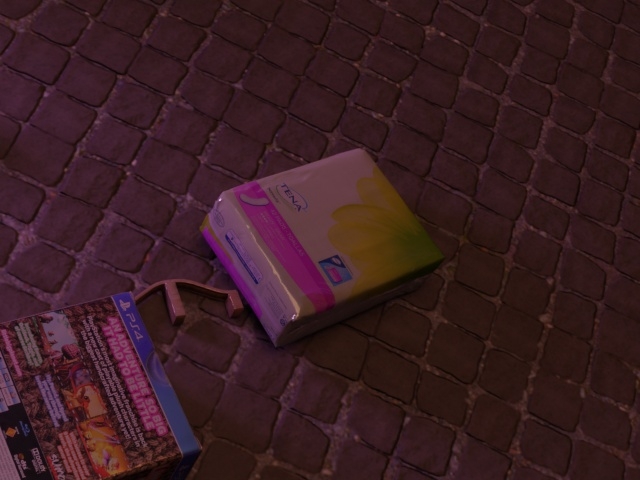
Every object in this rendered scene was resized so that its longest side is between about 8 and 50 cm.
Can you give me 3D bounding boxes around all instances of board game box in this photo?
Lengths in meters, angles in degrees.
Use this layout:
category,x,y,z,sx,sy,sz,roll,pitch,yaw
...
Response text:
category,x,y,z,sx,sy,sz,roll,pitch,yaw
board game box,-0.329,0.221,1.559,0.291,0.141,0.232,-13,63,-30

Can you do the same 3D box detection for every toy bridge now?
category,x,y,z,sx,sy,sz,roll,pitch,yaw
toy bridge,-0.203,0.085,1.784,0.188,0.026,0.063,-6,57,-26

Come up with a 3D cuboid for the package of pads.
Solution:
category,x,y,z,sx,sy,sz,roll,pitch,yaw
package of pads,0.000,0.000,1.877,0.296,0.101,0.229,-19,66,-36
